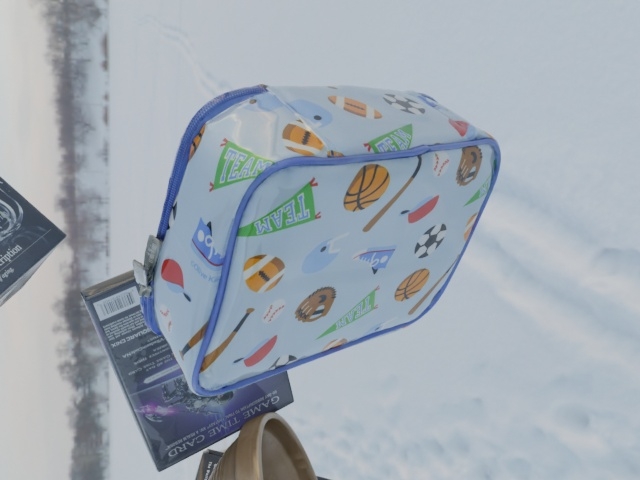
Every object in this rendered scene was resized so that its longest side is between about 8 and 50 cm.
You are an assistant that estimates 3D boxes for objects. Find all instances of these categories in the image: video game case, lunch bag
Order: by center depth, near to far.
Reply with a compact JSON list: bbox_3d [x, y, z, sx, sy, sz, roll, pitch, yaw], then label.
[{"bbox_3d":[0.000,0.000,0.557,0.115,0.303,0.243,45,129,34],"label":"lunch bag"},{"bbox_3d":[-0.142,0.134,0.805,0.026,0.196,0.274,41,147,50],"label":"video game case"}]

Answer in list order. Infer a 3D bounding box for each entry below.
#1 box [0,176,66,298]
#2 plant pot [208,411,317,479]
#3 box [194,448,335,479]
[{"bbox_3d":[-0.648,0.012,1.068,0.179,0.312,0.343,-40,14,28],"label":"box"},{"bbox_3d":[-0.070,0.334,0.798,0.237,0.109,0.237,-22,-90,-82],"label":"plant pot"},{"bbox_3d":[-0.063,0.514,0.939,0.395,0.318,0.097,-79,8,-51],"label":"box"}]
